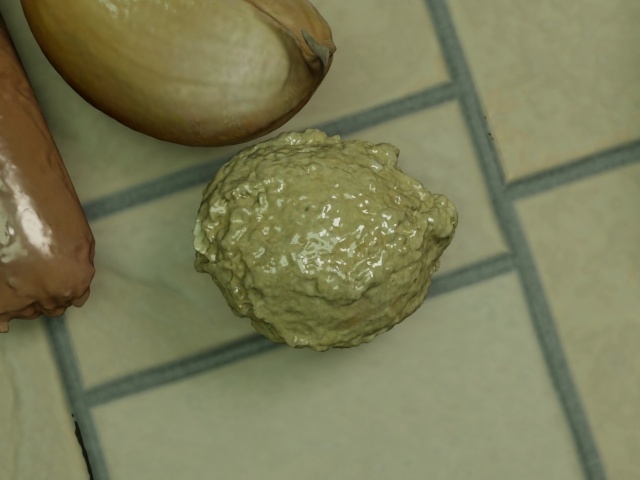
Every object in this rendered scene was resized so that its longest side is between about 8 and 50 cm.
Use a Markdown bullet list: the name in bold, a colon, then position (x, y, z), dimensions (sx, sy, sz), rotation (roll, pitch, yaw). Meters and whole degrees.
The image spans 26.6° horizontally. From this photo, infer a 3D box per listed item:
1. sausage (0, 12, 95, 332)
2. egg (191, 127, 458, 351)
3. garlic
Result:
- **sausage**: position (-0.213, -0.086, 0.787), dimensions (0.086, 0.086, 0.289), rotation (-24, 85, 3)
- **egg**: position (0.000, 0.000, 0.744), dimensions (0.140, 0.116, 0.118), rotation (15, 108, -7)
- **garlic**: position (-0.067, -0.121, 0.762), dimensions (0.206, 0.115, 0.128), rotation (26, 132, 18)
